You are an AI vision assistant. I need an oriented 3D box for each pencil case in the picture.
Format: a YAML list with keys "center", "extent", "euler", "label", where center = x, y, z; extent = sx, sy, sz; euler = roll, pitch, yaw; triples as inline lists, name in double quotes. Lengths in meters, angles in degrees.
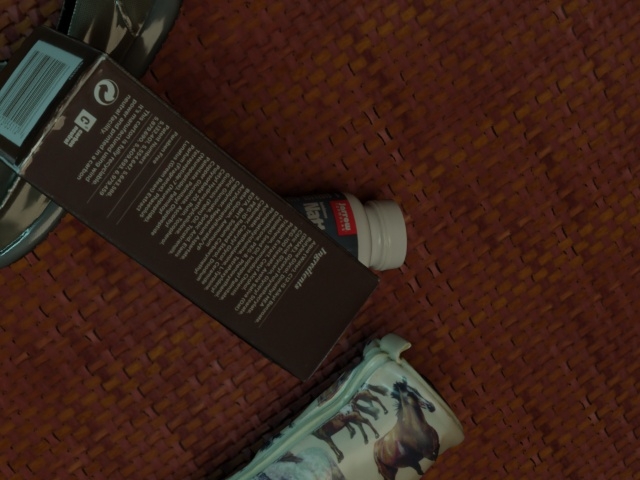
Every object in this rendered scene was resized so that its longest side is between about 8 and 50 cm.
- center: [-0.020, 0.288, 1.855]
  extent: [0.410, 0.160, 0.183]
  euler: [-41, 133, 0]
  label: "pencil case"

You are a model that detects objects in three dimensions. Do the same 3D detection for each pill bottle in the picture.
- center: [0.000, 0.000, 1.773]
  extent: [0.180, 0.108, 0.108]
  euler: [-7, 113, -18]
  label: "pill bottle"

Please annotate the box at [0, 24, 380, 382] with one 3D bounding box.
- center: [-0.142, -0.034, 1.524]
  extent: [0.381, 0.191, 0.143]
  euler: [37, 86, -31]
  label: "box"

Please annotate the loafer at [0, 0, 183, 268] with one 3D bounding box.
- center: [-0.284, -0.142, 1.612]
  extent: [0.130, 0.134, 0.366]
  euler: [30, 89, -23]
  label: "loafer"
